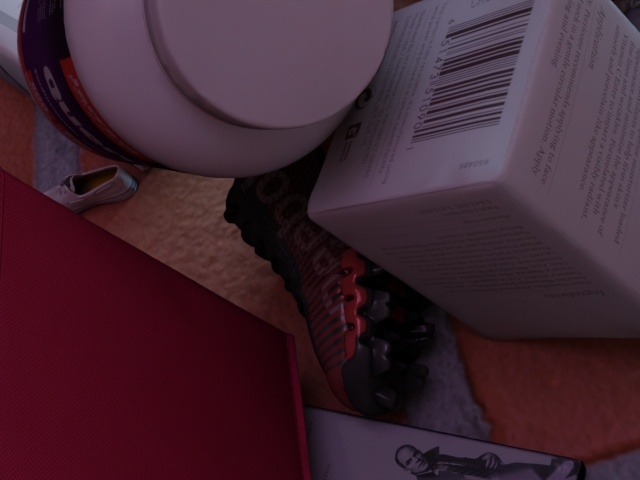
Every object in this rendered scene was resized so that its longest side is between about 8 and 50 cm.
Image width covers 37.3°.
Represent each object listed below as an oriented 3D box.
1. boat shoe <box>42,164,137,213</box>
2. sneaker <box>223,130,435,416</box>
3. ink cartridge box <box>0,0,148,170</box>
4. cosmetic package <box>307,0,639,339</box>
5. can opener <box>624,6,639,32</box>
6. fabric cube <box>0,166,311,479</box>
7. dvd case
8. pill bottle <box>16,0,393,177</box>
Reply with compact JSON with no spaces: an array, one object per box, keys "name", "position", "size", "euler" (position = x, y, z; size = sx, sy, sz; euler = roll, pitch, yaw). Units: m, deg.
[{"name":"boat shoe","position":[-0.212,-0.045,0.828],"size":[0.100,0.035,0.035],"euler":[-12,58,16]},{"name":"sneaker","position":[0.000,0.000,0.681],"size":[0.135,0.097,0.276],"euler":[-19,61,21]},{"name":"ink cartridge box","position":[-0.210,-0.221,0.878],"size":[0.283,0.117,0.207],"euler":[32,78,33]},{"name":"cosmetic package","position":[0.122,-0.043,0.574],"size":[0.151,0.183,0.151],"euler":[-8,55,50]},{"name":"can opener","position":[0.329,-0.110,0.580],"size":[0.280,0.093,0.074],"euler":[2,81,22]},{"name":"fabric cube","position":[-0.176,0.160,0.532],"size":[0.259,0.258,0.254],"euler":[-25,55,24]},{"name":"dvd case","position":[0.029,0.201,0.592],"size":[0.238,0.029,0.179],"euler":[6,65,26]},{"name":"pill bottle","position":[-0.085,-0.133,0.604],"size":[0.181,0.181,0.323],"euler":[-51,22,-10]}]
